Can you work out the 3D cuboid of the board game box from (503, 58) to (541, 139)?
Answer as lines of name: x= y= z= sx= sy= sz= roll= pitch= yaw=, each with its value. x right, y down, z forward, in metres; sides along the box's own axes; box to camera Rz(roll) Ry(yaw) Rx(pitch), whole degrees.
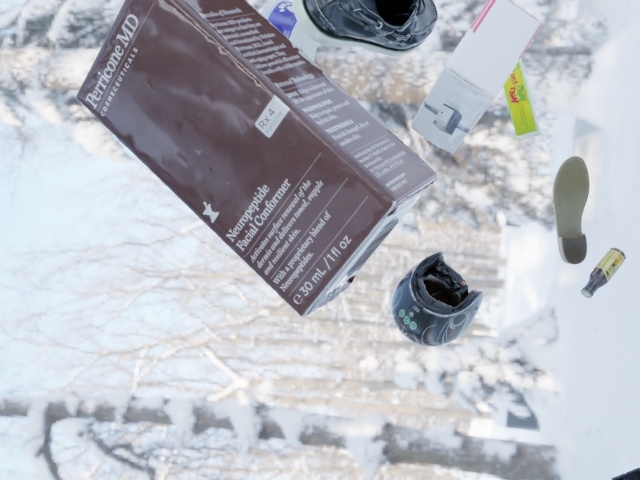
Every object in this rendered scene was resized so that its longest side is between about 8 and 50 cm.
board game box: x=0.394 y=-0.296 z=1.751 sx=0.092 sy=0.043 sz=0.182 roll=-3 pitch=-101 yaw=-70

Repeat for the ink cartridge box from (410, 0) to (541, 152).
ink cartridge box: x=0.235 y=-0.253 z=1.363 sx=0.159 sy=0.092 sz=0.218 roll=-56 pitch=-1 yaw=-18

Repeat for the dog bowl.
dog bowl: x=-0.100 y=-0.510 z=2.365 sx=0.265 sy=0.104 sz=0.265 roll=17 pitch=-90 yaw=-77

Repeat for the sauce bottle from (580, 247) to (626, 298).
sauce bottle: x=0.593 y=0.070 z=1.845 sx=0.128 sy=0.042 sz=0.042 roll=-47 pitch=-26 yaw=-20

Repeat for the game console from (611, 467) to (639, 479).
game console: x=0.554 y=0.470 z=1.521 sx=0.107 sy=0.122 sz=0.071 roll=-45 pitch=4 yaw=46

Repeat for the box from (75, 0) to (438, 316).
box: x=-0.076 y=-0.121 z=1.003 sx=0.191 sy=0.381 sz=0.143 roll=-53 pitch=-12 yaw=31

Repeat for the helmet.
helmet: x=0.212 y=0.117 z=1.633 sx=0.162 sy=0.169 sz=0.170 roll=103 pitch=178 yaw=-60

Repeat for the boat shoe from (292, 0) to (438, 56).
boat shoe: x=0.104 y=-0.370 z=1.358 sx=0.340 sy=0.113 sz=0.127 roll=-8 pitch=-106 yaw=-48

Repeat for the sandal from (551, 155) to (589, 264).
sandal: x=0.549 y=-0.067 z=1.975 sx=0.079 sy=0.088 sz=0.240 roll=-173 pitch=80 yaw=-78
